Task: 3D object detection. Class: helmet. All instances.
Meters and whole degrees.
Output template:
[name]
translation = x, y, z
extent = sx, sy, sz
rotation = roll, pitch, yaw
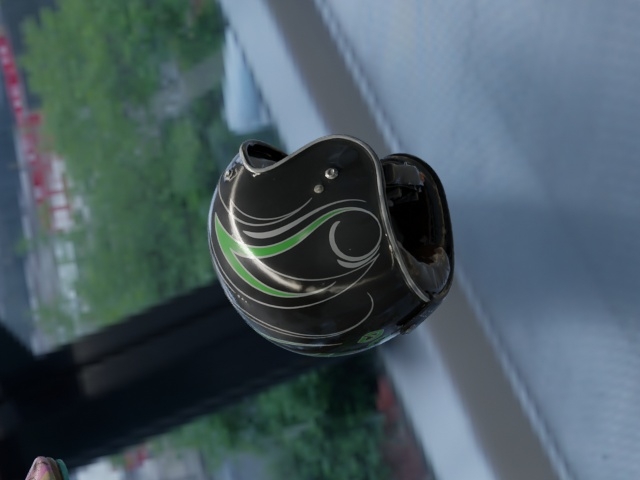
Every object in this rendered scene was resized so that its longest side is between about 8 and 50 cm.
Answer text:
[helmet]
translation = 0.000, 0.000, 1.272
extent = 0.169, 0.161, 0.169
rotation = 43, -141, -49

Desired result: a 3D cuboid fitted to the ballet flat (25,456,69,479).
[ballet flat]
translation = -0.187, 0.251, 1.164
extent = 0.077, 0.079, 0.222
rotation = -131, 31, -65
